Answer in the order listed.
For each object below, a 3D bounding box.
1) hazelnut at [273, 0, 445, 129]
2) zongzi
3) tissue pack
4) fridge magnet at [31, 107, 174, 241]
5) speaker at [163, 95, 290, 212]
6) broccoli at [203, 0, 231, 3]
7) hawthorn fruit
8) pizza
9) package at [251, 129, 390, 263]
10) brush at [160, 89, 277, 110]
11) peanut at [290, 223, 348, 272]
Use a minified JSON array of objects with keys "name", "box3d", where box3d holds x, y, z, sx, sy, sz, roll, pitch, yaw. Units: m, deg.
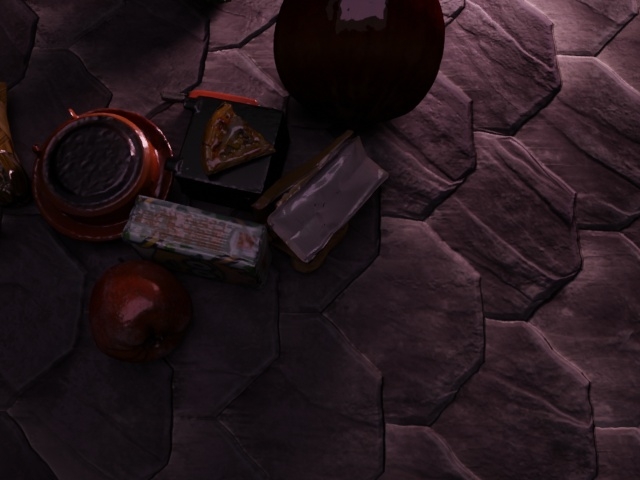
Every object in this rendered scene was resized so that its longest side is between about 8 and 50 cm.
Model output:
[{"name":"hazelnut","box3d":[0.101,-0.501,1.503,0.429,0.402,0.402,6,74,-10]},{"name":"zongzi","box3d":[-0.825,-0.252,1.564,0.286,0.134,0.288,32,69,2]},{"name":"tissue pack","box3d":[-0.278,0.012,1.429,0.311,0.228,0.128,13,73,4]},{"name":"fridge magnet","box3d":[-0.551,-0.173,1.519,0.364,0.155,0.363,0,74,1]},{"name":"speaker","box3d":[-0.228,-0.210,1.518,0.254,0.184,0.232,11,75,5]},{"name":"broccoli","box3d":[-0.319,-0.813,1.667,0.265,0.245,0.294,0,98,-19]},{"name":"hawthorn fruit","box3d":[-0.425,0.153,1.382,0.263,0.235,0.231,46,51,-3]},{"name":"pizza","box3d":[-0.196,-0.220,1.409,0.176,0.036,0.184,21,76,6]},{"name":"package","box3d":[-0.022,-0.130,1.462,0.311,0.165,0.221,-45,37,-12]},{"name":"brush","box3d":[-0.277,-0.363,1.628,0.323,0.051,0.070,10,77,3]},{"name":"peanut","box3d":[0.000,0.000,1.506,0.089,0.089,0.193,37,78,10]}]
